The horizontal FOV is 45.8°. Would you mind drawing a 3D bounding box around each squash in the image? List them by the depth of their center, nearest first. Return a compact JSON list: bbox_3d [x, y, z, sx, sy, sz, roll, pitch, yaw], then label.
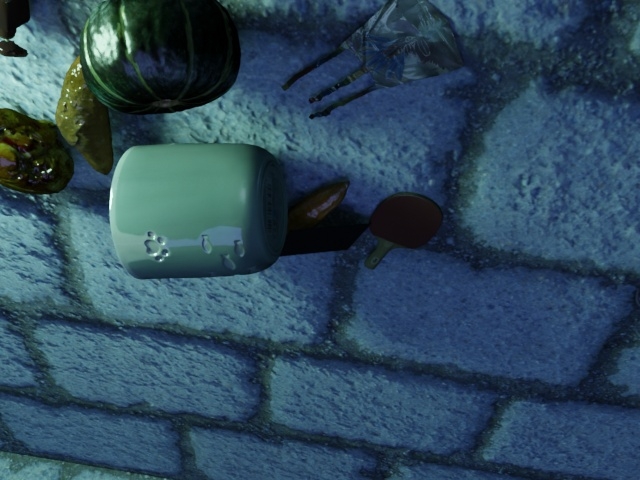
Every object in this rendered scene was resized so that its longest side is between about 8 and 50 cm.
[{"bbox_3d":[-0.250,-0.291,1.191,0.252,0.165,0.252,-10,179,0],"label":"squash"}]

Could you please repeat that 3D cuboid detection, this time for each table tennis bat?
[{"bbox_3d":[0.158,-0.016,1.589,0.138,0.022,0.246,23,136,-13],"label":"table tennis bat"}]

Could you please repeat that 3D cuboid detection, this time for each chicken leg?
[{"bbox_3d":[-0.644,-0.199,1.452,0.361,0.140,0.211,30,145,-27],"label":"chicken leg"}]

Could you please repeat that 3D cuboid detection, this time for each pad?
[{"bbox_3d":[0.000,0.000,1.568,0.190,0.004,0.127,-5,156,-28],"label":"pad"}]

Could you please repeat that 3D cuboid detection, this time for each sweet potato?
[{"bbox_3d":[-0.431,-0.235,1.399,0.114,0.092,0.341,3,143,-18],"label":"sweet potato"}]

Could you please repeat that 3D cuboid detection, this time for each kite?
[{"bbox_3d":[0.074,-0.303,1.272,0.310,0.015,0.169,-19,132,27],"label":"kite"}]

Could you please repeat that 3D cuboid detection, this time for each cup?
[{"bbox_3d":[-0.204,-0.033,1.477,0.275,0.259,0.356,-2,152,14],"label":"cup"}]

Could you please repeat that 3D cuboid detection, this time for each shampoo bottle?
[{"bbox_3d":[-0.517,-0.403,1.244,0.068,0.067,0.236,24,140,-1],"label":"shampoo bottle"}]

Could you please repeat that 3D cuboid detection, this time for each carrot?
[{"bbox_3d":[-0.010,-0.064,1.537,0.072,0.072,0.205,36,128,-27],"label":"carrot"}]
